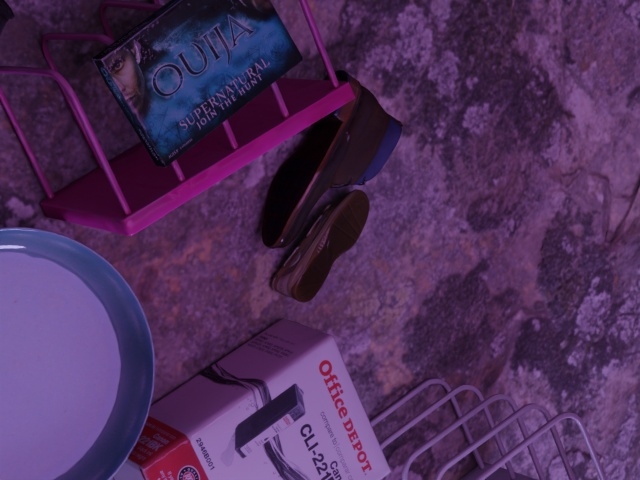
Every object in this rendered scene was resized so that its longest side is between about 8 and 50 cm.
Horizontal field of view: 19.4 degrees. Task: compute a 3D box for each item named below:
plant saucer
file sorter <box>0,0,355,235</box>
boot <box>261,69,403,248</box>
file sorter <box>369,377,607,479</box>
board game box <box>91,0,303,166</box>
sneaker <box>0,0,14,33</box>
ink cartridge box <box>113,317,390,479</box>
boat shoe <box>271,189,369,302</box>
[{"bbox_3d":[-0.326,0.141,1.930,0.317,0.044,0.317,-4,99,-26],"label":"plant saucer"},{"bbox_3d":[-0.159,-0.162,1.914,0.291,0.202,0.182,-33,113,-25],"label":"file sorter"},{"bbox_3d":[0.018,-0.073,2.121,0.106,0.082,0.219,31,79,-32],"label":"boot"},{"bbox_3d":[0.181,0.286,2.186,0.193,0.278,0.173,-34,112,-25],"label":"file sorter"},{"bbox_3d":[-0.117,-0.175,1.805,0.186,0.026,0.126,-41,115,-22],"label":"board game box"},{"bbox_3d":[-0.342,-0.245,1.864,0.089,0.051,0.170,23,90,-35],"label":"sneaker"},{"bbox_3d":[-0.080,0.243,2.094,0.273,0.114,0.197,-34,115,-25],"label":"ink cartridge box"},{"bbox_3d":[0.001,0.002,2.149,0.153,0.048,0.056,-58,138,-15],"label":"boat shoe"}]
